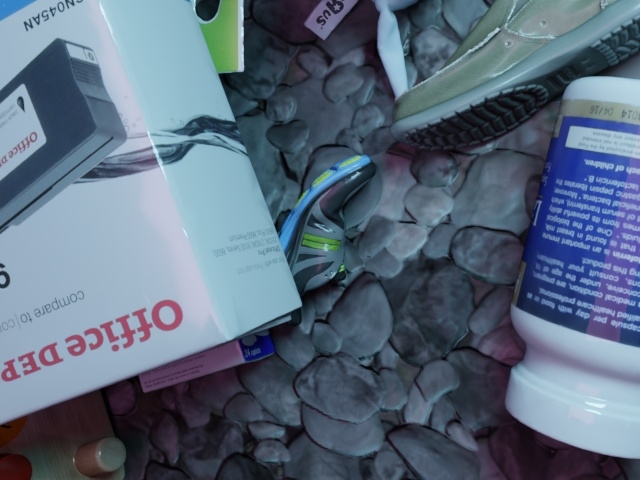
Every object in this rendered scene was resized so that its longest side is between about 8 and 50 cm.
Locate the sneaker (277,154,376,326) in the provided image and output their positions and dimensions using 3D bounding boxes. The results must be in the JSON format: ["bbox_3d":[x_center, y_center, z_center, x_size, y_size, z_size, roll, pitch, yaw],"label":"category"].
[{"bbox_3d":[0.000,0.000,0.803,0.078,0.067,0.188,31,103,-2],"label":"sneaker"}]

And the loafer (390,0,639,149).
[{"bbox_3d":[0.167,-0.160,0.711,0.251,0.094,0.087,-27,69,18],"label":"loafer"}]

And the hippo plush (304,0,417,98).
[{"bbox_3d":[0.034,-0.310,0.675,0.234,0.237,0.294,42,107,17],"label":"hippo plush"}]

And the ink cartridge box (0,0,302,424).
[{"bbox_3d":[-0.228,-0.063,0.740,0.286,0.166,0.394,-22,88,20],"label":"ink cartridge box"}]

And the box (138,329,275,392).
[{"bbox_3d":[-0.130,0.069,0.850,0.126,0.072,0.137,-19,84,23],"label":"box"}]

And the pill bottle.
[{"bbox_3d":[0.233,0.019,0.643,0.153,0.153,0.264,15,97,23],"label":"pill bottle"}]

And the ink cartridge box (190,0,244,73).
[{"bbox_3d":[-0.175,-0.244,0.849,0.255,0.097,0.188,1,91,21],"label":"ink cartridge box"}]

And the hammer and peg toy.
[{"bbox_3d":[-0.324,0.218,0.855,0.127,0.266,0.361,-26,82,44],"label":"hammer and peg toy"}]
